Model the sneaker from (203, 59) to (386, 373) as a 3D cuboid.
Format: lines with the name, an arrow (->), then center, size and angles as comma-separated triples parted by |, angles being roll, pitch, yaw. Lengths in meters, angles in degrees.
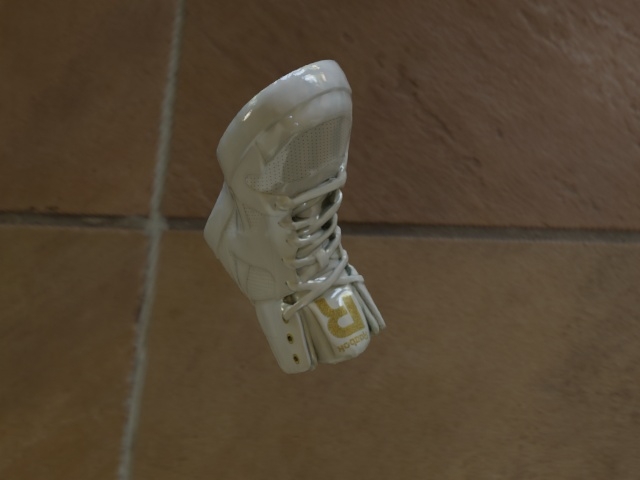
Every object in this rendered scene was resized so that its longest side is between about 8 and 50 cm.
sneaker -> 0.000, 0.000, 1.028 | 0.108, 0.292, 0.169 | -26, 73, -18
